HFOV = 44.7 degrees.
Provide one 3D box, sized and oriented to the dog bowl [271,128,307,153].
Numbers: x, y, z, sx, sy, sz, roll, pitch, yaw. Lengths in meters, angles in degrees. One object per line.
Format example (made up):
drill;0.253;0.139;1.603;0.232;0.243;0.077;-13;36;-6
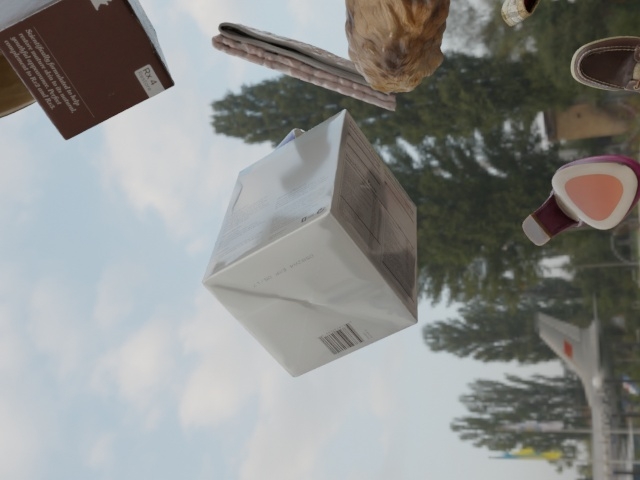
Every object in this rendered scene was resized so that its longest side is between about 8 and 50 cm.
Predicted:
dog bowl;0.016;-0.088;1.470;0.265;0.104;0.265;38;-165;-12

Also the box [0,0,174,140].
box;-0.320;-0.278;1.051;0.168;0.167;0.203;64;179;-38

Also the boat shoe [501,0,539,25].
boat shoe;0.398;-0.477;1.459;0.063;0.059;0.170;34;-110;-29

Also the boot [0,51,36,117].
boot;-0.577;-0.250;1.117;0.269;0.089;0.236;-35;-57;-20

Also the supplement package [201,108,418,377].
supplement package;0.000;0.000;1.052;0.198;0.199;0.263;50;-153;-26

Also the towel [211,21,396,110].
towel;-0.020;-0.322;1.403;0.317;0.331;0.053;-89;18;-75

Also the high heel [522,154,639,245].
high heel;0.477;-0.101;1.316;0.127;0.181;0.377;54;168;2

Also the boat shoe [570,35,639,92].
boat shoe;0.736;-0.380;1.718;0.123;0.341;0.123;-68;-14;-72

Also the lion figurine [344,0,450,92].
lion figurine;0.150;-0.313;0.735;0.142;0.392;0.240;7;-108;-30
